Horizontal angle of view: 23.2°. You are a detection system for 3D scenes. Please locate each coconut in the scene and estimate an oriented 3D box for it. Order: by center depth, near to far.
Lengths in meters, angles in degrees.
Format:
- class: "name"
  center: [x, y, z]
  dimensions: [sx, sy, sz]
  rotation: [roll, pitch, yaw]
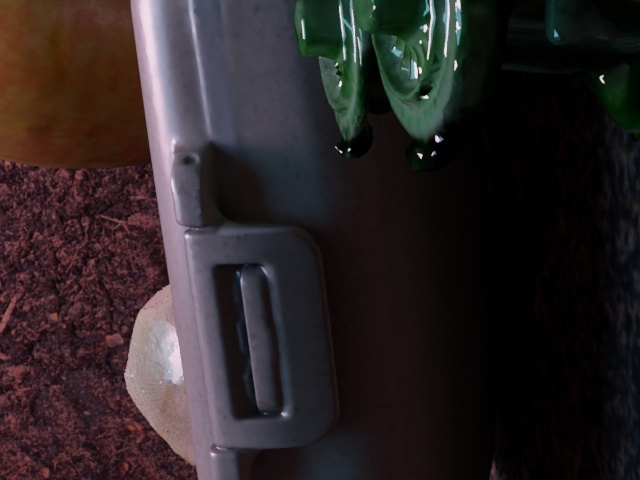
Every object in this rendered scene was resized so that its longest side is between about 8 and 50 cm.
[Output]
- class: "coconut"
  center: [-0.077, 0.104, 1.350]
  dimensions: [0.194, 0.194, 0.194]
  rotation: [173, 90, -80]

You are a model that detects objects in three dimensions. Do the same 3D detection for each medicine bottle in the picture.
- class: "medicine bottle"
  center: [0.012, -0.002, 0.767]
  dimensions: [0.282, 0.123, 0.375]
  rotation: [-48, -44, -64]

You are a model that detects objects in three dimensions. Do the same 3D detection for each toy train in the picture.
- class: "toy train"
  center: [0.069, -0.126, 0.504]
  dimensions: [0.266, 0.145, 0.202]
  rotation: [-158, 64, -79]

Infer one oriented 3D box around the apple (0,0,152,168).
- class: "apple"
  center: [-0.145, -0.228, 0.966]
  dimensions: [0.346, 0.391, 0.392]
  rotation: [-159, 62, -66]
